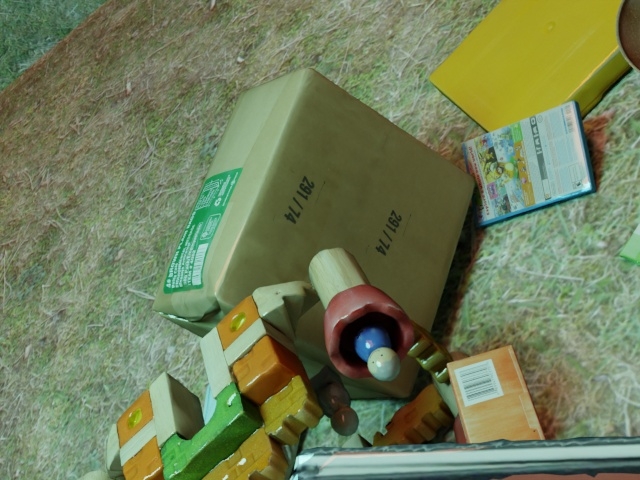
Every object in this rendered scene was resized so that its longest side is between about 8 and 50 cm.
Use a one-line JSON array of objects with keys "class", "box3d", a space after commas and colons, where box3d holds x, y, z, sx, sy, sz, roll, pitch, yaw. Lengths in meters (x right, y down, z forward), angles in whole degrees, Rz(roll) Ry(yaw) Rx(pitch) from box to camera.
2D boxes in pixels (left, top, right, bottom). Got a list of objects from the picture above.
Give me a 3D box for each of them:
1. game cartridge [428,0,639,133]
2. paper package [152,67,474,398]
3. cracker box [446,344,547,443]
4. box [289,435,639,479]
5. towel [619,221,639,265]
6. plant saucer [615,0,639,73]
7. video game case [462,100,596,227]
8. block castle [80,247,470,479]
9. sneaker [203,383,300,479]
[{"class": "game cartridge", "box3d": [0.329, -0.281, 1.424, 0.323, 0.053, 0.285, -46, 34, 9]}, {"class": "paper package", "box3d": [0.000, 0.000, 1.269, 0.168, 0.310, 0.324, -15, 50, 55]}, {"class": "cracker box", "box3d": [0.182, 0.230, 0.928, 0.067, 0.232, 0.155, -18, 40, 6]}, {"class": "box", "box3d": [0.283, 0.271, 0.421, 0.480, 0.472, 0.297, -8, 63, 22]}, {"class": "towel", "box3d": [0.408, -0.026, 1.113, 0.152, 0.023, 0.113, -54, 32, -3]}, {"class": "plant saucer", "box3d": [0.458, -0.265, 1.229, 0.199, 0.036, 0.198, -12, 64, 26]}, {"class": "video game case", "box3d": [0.261, -0.095, 1.303, 0.166, 0.015, 0.119, -19, 71, 37]}, {"class": "block castle", "box3d": [-0.026, 0.257, 1.082, 0.453, 0.303, 0.213, -43, 28, 9]}, {"class": "sneaker", "box3d": [-0.088, 0.170, 1.381, 0.150, 0.135, 0.365, -6, 52, 42]}]
